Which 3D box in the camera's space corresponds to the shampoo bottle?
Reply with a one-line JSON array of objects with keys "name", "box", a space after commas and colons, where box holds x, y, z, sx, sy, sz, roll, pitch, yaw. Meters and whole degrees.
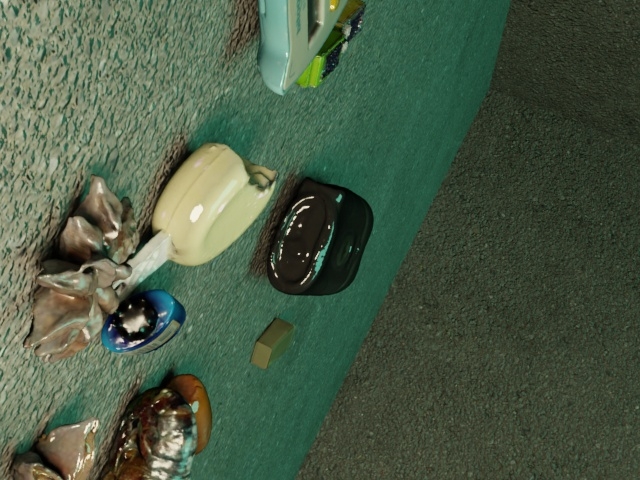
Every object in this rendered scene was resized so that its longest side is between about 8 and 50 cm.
[{"name": "shampoo bottle", "box": [-0.193, 0.091, 1.080, 0.087, 0.050, 0.183, -35, 175, -7]}]

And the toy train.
[{"name": "toy train", "box": [0.001, -0.261, 1.272, 0.202, 0.081, 0.060, -54, 163, -48]}]

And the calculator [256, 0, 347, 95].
[{"name": "calculator", "box": [0.010, -0.362, 1.136, 0.256, 0.054, 0.386, 90, 24, -50]}]

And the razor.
[{"name": "razor", "box": [-0.001, -0.001, 1.704, 0.204, 0.114, 0.349, -68, 167, 2]}]

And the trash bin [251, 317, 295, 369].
[{"name": "trash bin", "box": [-0.092, 0.196, 1.877, 0.092, 0.043, 0.061, -42, 154, -57]}]

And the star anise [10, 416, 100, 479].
[{"name": "star anise", "box": [-0.305, 0.283, 1.044, 0.172, 0.063, 0.208, -49, 163, -45]}]

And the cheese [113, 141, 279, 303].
[{"name": "cheese", "box": [-0.149, -0.009, 1.114, 0.249, 0.071, 0.163, -52, 167, -11]}]

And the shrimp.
[{"name": "shrimp", "box": [-0.232, 0.369, 1.313, 0.172, 0.137, 0.372, -1, 114, -59]}]

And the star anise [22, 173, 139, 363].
[{"name": "star anise", "box": [-0.216, 0.036, 0.927, 0.182, 0.065, 0.195, 106, 5, -58]}]

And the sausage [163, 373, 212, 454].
[{"name": "sausage", "box": [-0.196, 0.261, 1.452, 0.076, 0.076, 0.197, -60, 168, -30]}]
